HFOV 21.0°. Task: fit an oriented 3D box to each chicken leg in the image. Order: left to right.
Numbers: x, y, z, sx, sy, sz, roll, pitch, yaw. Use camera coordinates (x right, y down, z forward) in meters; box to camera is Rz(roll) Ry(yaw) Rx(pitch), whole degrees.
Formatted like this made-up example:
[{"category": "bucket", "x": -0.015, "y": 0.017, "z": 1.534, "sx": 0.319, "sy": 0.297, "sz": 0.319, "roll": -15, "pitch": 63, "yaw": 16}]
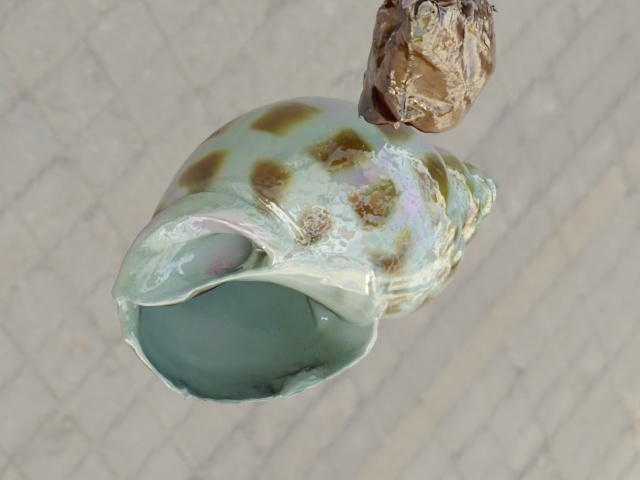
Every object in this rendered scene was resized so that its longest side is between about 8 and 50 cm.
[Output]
[{"category": "chicken leg", "x": 0.074, "y": -0.147, "z": 1.146, "sx": 0.304, "sy": 0.093, "sz": 0.113, "roll": 80, "pitch": 33, "yaw": -78}]

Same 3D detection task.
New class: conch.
[{"category": "conch", "x": -0.001, "y": 0.000, "z": 1.472, "sx": 0.368, "sy": 0.197, "sz": 0.249, "roll": -1, "pitch": 108, "yaw": -12}]
